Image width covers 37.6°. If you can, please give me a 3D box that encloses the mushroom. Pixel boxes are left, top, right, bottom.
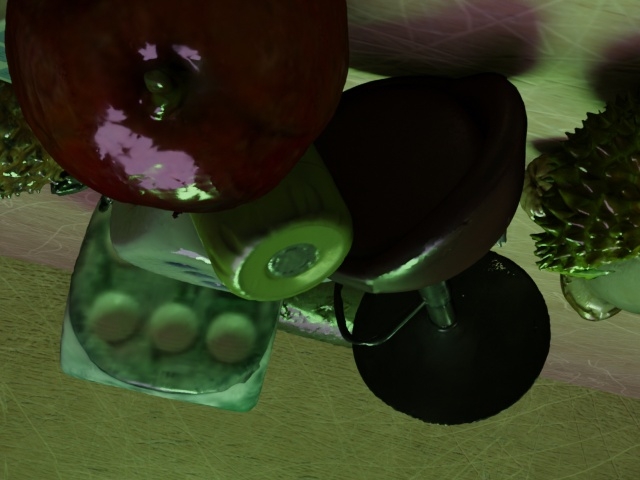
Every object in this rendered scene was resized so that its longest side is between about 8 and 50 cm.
[{"bbox_3d":[0.369,0.031,1.109,0.128,0.128,0.350,12,171,1],"label":"mushroom"}]

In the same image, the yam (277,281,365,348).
[{"bbox_3d":[0.019,0.134,1.940,0.268,0.161,0.161,16,169,-5],"label":"yam"}]

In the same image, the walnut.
[{"bbox_3d":[0.245,-0.050,0.954,0.096,0.082,0.079,13,142,-42],"label":"walnut"}]

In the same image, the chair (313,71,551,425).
[{"bbox_3d":[0.097,0.004,0.891,0.227,0.226,0.401,8,153,20],"label":"chair"}]

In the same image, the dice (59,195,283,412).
[{"bbox_3d":[-0.234,0.100,1.577,0.328,0.330,0.348,12,170,-4],"label":"dice"}]

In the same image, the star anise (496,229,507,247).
[{"bbox_3d":[0.146,-0.044,1.134,0.181,0.061,0.204,11,169,37],"label":"star anise"}]

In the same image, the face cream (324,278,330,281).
[{"bbox_3d":[0.000,0.000,1.376,0.117,0.117,0.104,12,160,1],"label":"face cream"}]

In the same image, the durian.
[{"bbox_3d":[0.285,-0.035,0.736,0.237,0.176,0.200,-2,153,35],"label":"durian"}]

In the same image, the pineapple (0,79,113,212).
[{"bbox_3d":[-0.288,-0.106,1.139,0.165,0.165,0.364,2,173,42],"label":"pineapple"}]

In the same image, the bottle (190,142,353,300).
[{"bbox_3d":[-0.070,-0.079,0.759,0.112,0.260,0.112,-18,145,-13],"label":"bottle"}]

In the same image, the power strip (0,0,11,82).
[{"bbox_3d":[-0.261,-0.191,0.880,0.118,0.046,0.270,22,165,-42],"label":"power strip"}]

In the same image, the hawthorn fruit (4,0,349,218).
[{"bbox_3d":[-0.088,-0.112,0.560,0.224,0.224,0.261,14,-153,-8],"label":"hawthorn fruit"}]

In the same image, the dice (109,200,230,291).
[{"bbox_3d":[-0.113,-0.050,1.046,0.192,0.194,0.193,17,166,-29],"label":"dice"}]
